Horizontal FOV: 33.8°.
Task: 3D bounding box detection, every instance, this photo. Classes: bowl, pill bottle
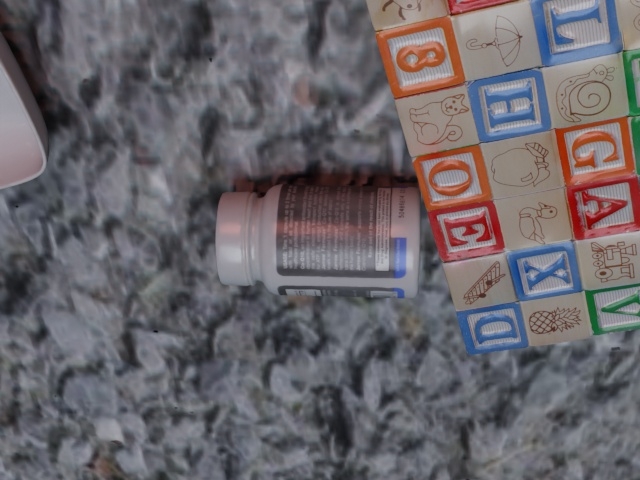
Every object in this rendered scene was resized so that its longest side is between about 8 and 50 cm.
[{"bbox_3d":[-0.256,-0.099,0.691,0.142,0.053,0.142,-10,128,14],"label":"bowl"},{"bbox_3d":[0.000,0.000,0.727,0.137,0.078,0.078,2,129,5],"label":"pill bottle"}]

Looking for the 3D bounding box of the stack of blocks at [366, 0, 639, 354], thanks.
[{"bbox_3d":[0.143,-0.074,0.646,0.171,0.087,0.297,-10,127,13],"label":"stack of blocks"}]
